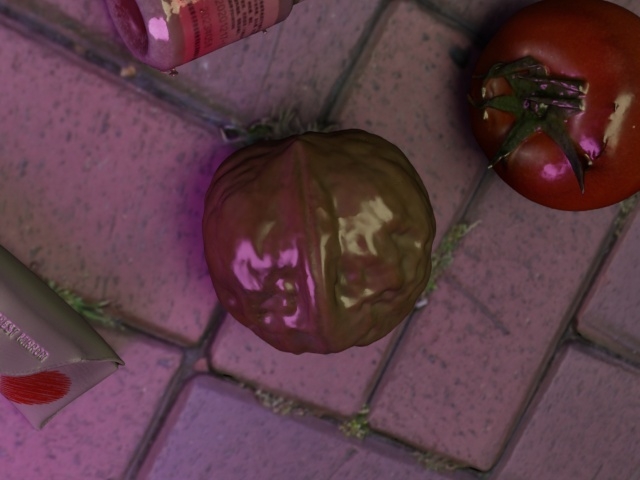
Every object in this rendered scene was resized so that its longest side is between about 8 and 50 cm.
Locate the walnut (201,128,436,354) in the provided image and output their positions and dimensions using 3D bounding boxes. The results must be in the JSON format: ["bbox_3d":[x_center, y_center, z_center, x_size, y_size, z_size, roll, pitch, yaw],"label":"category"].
[{"bbox_3d":[-0.003,0.000,1.768,0.227,0.273,0.273,-58,131,-40],"label":"walnut"}]

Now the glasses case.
[{"bbox_3d":[-0.341,0.089,1.686,0.128,0.083,0.308,-49,124,-8],"label":"glasses case"}]

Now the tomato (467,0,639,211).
[{"bbox_3d":[0.303,-0.162,1.887,0.224,0.256,0.255,-4,110,-47],"label":"tomato"}]

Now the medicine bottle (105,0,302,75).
[{"bbox_3d":[-0.096,-0.282,1.668,0.247,0.147,0.147,-27,118,-21],"label":"medicine bottle"}]
